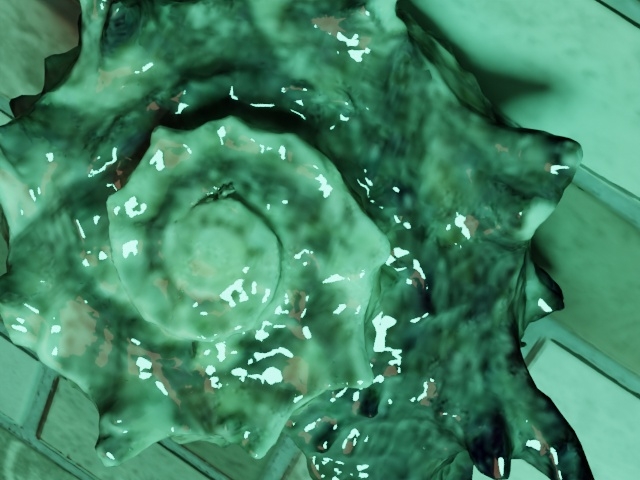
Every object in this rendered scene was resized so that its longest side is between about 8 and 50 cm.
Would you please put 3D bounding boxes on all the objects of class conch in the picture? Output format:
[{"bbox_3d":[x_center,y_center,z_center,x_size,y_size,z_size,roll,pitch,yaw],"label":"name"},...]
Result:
[{"bbox_3d":[-0.010,0.008,0.828,0.313,0.240,0.186,41,158,-25],"label":"conch"}]
